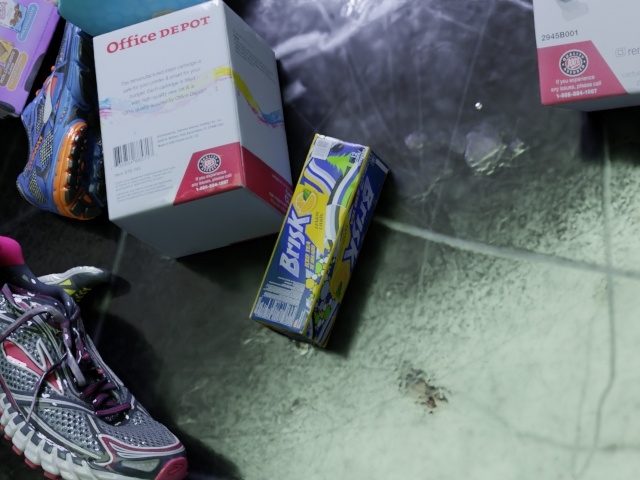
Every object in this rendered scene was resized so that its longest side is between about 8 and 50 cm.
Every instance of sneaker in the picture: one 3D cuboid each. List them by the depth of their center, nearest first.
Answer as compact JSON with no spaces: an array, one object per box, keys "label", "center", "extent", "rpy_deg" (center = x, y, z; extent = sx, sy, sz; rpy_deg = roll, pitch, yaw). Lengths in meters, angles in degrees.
[{"label":"sneaker","center":[-0.227,0.110,1.368],"extent":[0.299,0.121,0.112],"rpy_deg":[36,108,26]},{"label":"sneaker","center":[-0.223,0.046,1.453],"extent":[0.083,0.031,0.035],"rpy_deg":[-14,76,26]},{"label":"sneaker","center":[-0.234,-0.128,1.481],"extent":[0.087,0.083,0.221],"rpy_deg":[-1,71,30]}]

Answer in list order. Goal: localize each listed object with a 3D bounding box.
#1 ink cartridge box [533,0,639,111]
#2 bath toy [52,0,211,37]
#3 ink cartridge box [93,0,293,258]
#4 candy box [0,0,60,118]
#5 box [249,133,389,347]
[{"label":"ink cartridge box","center":[0.251,-0.219,1.263],"extent":[0.158,0.092,0.218],"rpy_deg":[-5,87,35]},{"label":"bath toy","center":[-0.168,-0.349,1.490],"extent":[0.129,0.151,0.348],"rpy_deg":[-29,57,36]},{"label":"ink cartridge box","center":[-0.108,-0.095,1.392],"extent":[0.128,0.127,0.176],"rpy_deg":[-13,70,18]},{"label":"candy box","center":[-0.344,-0.227,1.490],"extent":[0.070,0.196,0.165],"rpy_deg":[3,70,66]},{"label":"box","center":[0.000,0.000,1.361],"extent":[0.054,0.059,0.169],"rpy_deg":[17,81,23]}]
